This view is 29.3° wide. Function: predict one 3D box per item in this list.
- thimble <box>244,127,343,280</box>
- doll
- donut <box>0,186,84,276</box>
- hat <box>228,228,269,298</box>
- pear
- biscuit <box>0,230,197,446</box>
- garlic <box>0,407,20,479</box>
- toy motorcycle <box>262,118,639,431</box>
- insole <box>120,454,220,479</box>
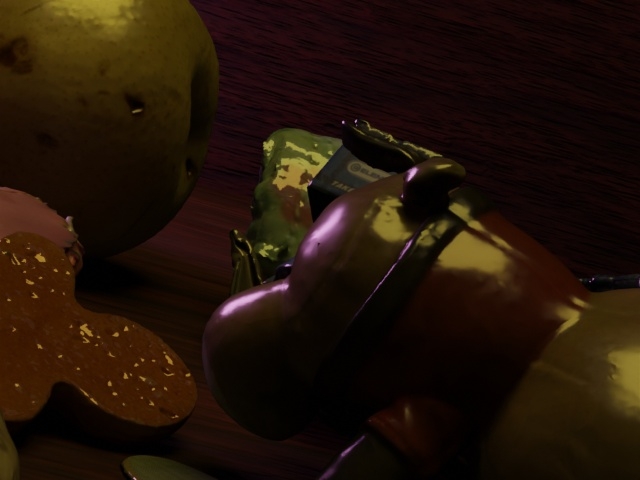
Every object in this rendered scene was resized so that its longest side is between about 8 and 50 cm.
[{"bbox_3d":[0.000,0.000,1.151,0.149,0.185,0.211,14,20,-4],"label":"thimble"},{"bbox_3d":[0.110,0.071,0.618,0.330,0.174,0.235,31,32,17],"label":"doll"},{"bbox_3d":[-0.264,0.002,0.783,0.233,0.085,0.199,18,10,-26],"label":"donut"},{"bbox_3d":[-0.033,0.073,0.981,0.147,0.085,0.175,27,28,0],"label":"hat"},{"bbox_3d":[-0.249,-0.127,1.146,0.309,0.309,0.309,16,5,-1],"label":"pear"},{"bbox_3d":[-0.180,0.044,0.652,0.250,0.036,0.165,28,27,-20],"label":"biscuit"},{"bbox_3d":[-0.166,0.074,0.477,0.084,0.066,0.152,10,10,-36],"label":"garlic"},{"bbox_3d":[0.129,0.057,0.806,0.358,0.212,0.125,25,-30,25],"label":"toy motorcycle"},{"bbox_3d":[-0.031,0.136,0.575,0.188,0.004,0.064,20,8,41],"label":"insole"}]
